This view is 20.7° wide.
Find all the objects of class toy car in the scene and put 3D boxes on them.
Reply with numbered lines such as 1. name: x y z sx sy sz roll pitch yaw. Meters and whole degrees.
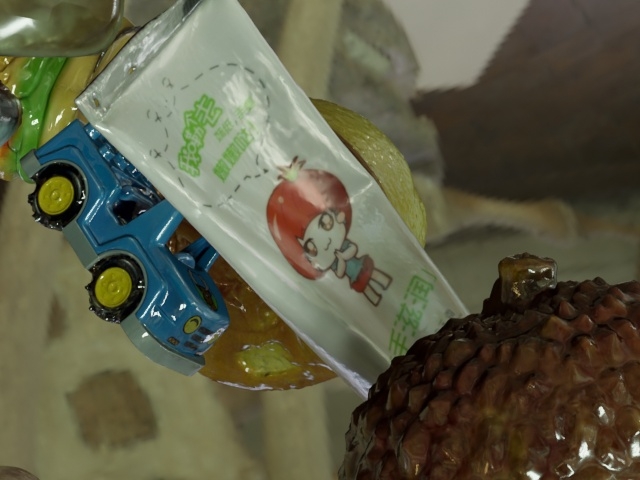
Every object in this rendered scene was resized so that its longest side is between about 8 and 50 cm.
1. toy car: -0.121 -0.007 1.198 0.100 0.191 0.097 -38 155 9

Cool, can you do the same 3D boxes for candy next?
1. candy: -0.256 -0.181 1.225 0.234 0.102 0.104 3 -171 -13

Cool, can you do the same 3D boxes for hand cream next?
1. hand cream: 0.000 0.000 1.004 0.076 0.121 0.336 -6 132 49

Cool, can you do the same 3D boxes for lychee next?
1. lychee: 0.121 0.140 0.868 0.236 0.271 0.236 -2 171 0

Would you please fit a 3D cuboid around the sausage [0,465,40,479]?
1. sausage: -0.352 0.289 1.864 0.097 0.094 0.348 4 173 0

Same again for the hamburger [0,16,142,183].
1. hamburger: -0.293 -0.156 1.940 0.149 0.237 0.237 19 158 12

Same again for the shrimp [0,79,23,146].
1. shrimp: -0.407 -0.075 1.298 0.372 0.172 0.137 0 -174 8

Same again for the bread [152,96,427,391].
1. bread: -0.038 -0.001 1.511 0.270 0.270 0.148 -35 180 30
